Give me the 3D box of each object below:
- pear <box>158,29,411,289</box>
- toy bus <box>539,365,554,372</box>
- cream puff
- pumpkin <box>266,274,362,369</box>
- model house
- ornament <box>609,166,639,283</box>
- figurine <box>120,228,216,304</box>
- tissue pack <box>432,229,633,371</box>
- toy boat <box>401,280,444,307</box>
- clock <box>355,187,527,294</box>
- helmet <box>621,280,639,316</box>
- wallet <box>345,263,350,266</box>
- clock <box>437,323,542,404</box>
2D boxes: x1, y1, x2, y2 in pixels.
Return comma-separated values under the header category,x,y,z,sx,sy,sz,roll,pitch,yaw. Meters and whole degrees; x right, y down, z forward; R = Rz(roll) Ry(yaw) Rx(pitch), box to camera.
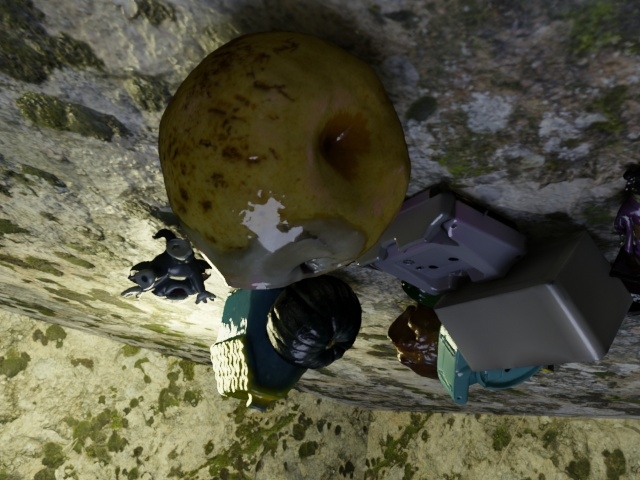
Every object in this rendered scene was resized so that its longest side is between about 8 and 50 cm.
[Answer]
category,x,y,z,sx,sy,sz,roll,pitch,yaw
pear,-0.045,-0.082,0.535,0.271,0.271,0.271,8,156,3
toy bus,0.535,0.285,1.314,0.226,0.081,0.074,24,157,-36
cream puff,0.295,0.251,1.224,0.241,0.154,0.269,0,152,19
pumpkin,-0.012,0.180,1.115,0.221,0.162,0.220,-20,137,-20
model house,-0.148,0.269,1.264,0.216,0.303,0.237,27,151,-22
ornament,0.438,-0.018,0.665,0.081,0.088,0.203,19,157,38
figurine,-0.321,0.061,1.052,0.193,0.140,0.265,-9,147,-15
tissue pack,0.336,0.104,0.828,0.136,0.159,0.246,55,145,-4
toy boat,0.262,0.111,1.049,0.210,0.052,0.104,20,138,-21
clock,0.180,0.013,0.823,0.186,0.083,0.253,21,153,-26
helmet,0.526,0.086,0.878,0.098,0.070,0.123,4,163,25
wallet,0.000,0.000,0.926,0.176,0.026,0.095,24,152,-20
clock,0.383,0.217,1.057,0.274,0.094,0.223,-14,125,-9
